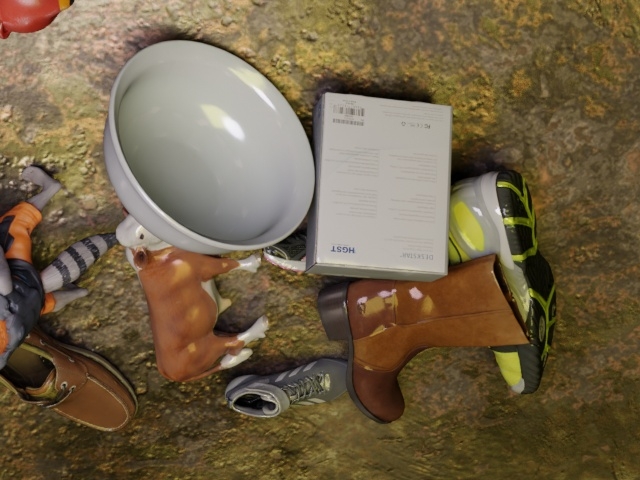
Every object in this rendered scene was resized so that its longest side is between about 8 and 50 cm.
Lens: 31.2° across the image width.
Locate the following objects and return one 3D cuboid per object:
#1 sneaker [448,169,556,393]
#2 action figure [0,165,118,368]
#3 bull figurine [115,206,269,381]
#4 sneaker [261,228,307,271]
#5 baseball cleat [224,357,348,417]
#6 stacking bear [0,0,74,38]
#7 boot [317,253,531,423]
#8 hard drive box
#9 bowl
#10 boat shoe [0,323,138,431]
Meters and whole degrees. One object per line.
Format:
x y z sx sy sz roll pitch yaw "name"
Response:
0.255 0.063 1.691 0.147 0.145 0.385 -2 122 24 "sneaker"
-0.394 0.027 1.424 0.178 0.330 0.341 11 121 10 "action figure"
-0.177 0.063 1.608 0.188 0.101 0.310 -11 124 -10 "bull figurine"
0.000 0.000 1.640 0.178 0.072 0.077 4 106 -22 "sneaker"
-0.038 0.229 1.711 0.206 0.109 0.072 -12 103 -7 "baseball cleat"
-0.347 -0.381 1.342 0.164 0.175 0.289 11 123 2 "stacking bear"
0.168 0.148 1.666 0.280 0.096 0.264 -11 114 22 "boot"
0.078 -0.068 1.535 0.181 0.089 0.232 5 80 -10 "hard drive box"
-0.164 -0.098 1.470 0.298 0.298 0.134 31 139 -22 "bowl"
-0.393 0.198 1.636 0.307 0.104 0.111 37 104 -23 "boat shoe"
